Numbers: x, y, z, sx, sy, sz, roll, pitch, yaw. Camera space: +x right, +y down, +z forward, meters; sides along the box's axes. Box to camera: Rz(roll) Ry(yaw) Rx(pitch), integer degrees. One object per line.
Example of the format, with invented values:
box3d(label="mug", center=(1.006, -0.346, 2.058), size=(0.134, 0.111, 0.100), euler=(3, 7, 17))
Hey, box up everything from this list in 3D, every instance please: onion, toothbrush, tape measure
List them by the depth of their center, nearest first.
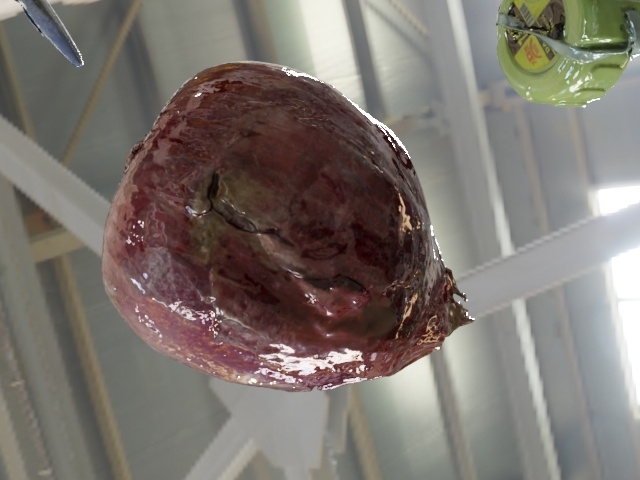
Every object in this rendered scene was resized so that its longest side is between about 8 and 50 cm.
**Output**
box3d(label="onion", center=(0.000, 0.000, 0.857), size=(0.283, 0.120, 0.227), euler=(25, -100, -16))
box3d(label="toothbrush", center=(-0.370, -0.351, 1.285), size=(0.413, 0.042, 0.035), euler=(57, -169, -20))
box3d(label="tape measure", center=(0.263, -0.231, 1.319), size=(0.106, 0.175, 0.200), euler=(-4, -131, -32))
